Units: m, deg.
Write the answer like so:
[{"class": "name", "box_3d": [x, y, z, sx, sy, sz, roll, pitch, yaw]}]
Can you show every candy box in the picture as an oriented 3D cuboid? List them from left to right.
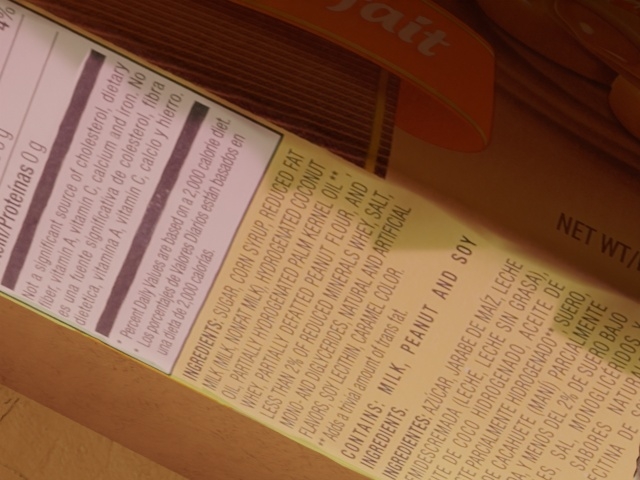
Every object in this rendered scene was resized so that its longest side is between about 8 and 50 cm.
[{"class": "candy box", "box_3d": [-0.006, -0.044, 0.490, 0.316, 0.183, 0.087, 26, 123, 0]}]

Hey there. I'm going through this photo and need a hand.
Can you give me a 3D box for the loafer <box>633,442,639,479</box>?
[{"class": "loafer", "box_3d": [0.107, -0.031, 0.345, 0.094, 0.251, 0.087, -4, -152, -32]}]
